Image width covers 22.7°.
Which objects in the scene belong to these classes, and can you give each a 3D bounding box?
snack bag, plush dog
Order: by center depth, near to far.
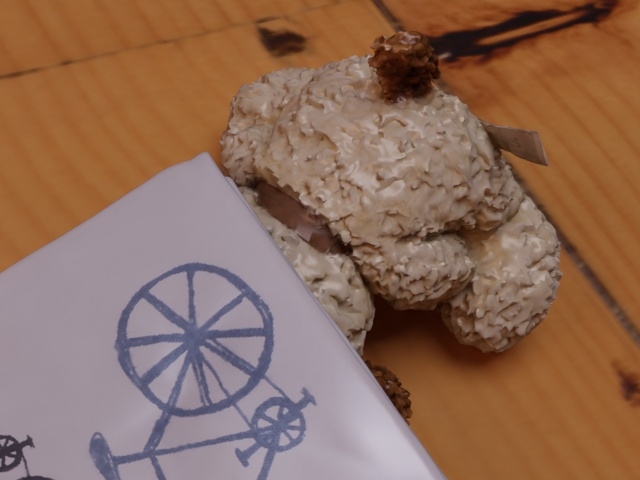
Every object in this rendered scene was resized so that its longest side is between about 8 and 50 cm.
[{"bbox_3d":[-0.117,0.153,0.829,0.342,0.037,0.323,-32,64,-11],"label":"snack bag"},{"bbox_3d":[0.000,0.000,0.984,0.262,0.210,0.225,35,75,15],"label":"plush dog"}]
